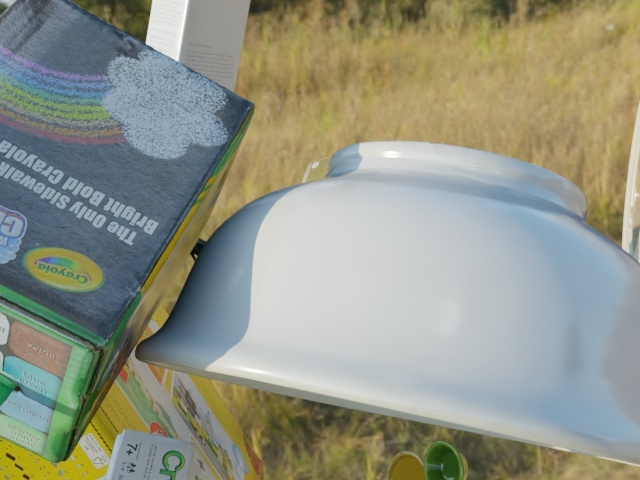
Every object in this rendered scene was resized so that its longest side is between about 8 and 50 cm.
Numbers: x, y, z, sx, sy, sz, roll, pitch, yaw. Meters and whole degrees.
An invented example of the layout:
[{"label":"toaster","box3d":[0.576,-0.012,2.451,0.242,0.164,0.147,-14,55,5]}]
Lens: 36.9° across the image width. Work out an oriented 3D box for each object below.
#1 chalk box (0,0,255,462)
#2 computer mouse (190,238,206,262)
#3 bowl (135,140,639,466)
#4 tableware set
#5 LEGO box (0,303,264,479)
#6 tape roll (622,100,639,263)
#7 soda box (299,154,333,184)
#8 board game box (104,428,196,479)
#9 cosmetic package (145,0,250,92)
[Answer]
[{"label":"chalk box","box3d":[-0.143,0.009,0.455,0.132,0.132,0.213,29,51,-3]},{"label":"computer mouse","box3d":[-0.177,-0.018,0.952,0.106,0.042,0.193,41,10,21]},{"label":"bowl","box3d":[0.062,0.032,0.514,0.297,0.134,0.298,12,-9,2]},{"label":"tableware set","box3d":[0.054,0.200,0.657,0.024,0.104,0.154,6,-29,-35]},{"label":"LEGO box","box3d":[-0.259,0.194,1.051,0.193,0.500,0.372,-28,17,5]},{"label":"tape roll","box3d":[0.428,-0.054,1.145,0.100,0.286,0.286,5,17,12]},{"label":"soda box","box3d":[0.000,0.000,0.974,0.061,0.058,0.181,-15,46,42]},{"label":"board game box","box3d":[-0.140,0.265,0.669,0.053,0.193,0.305,13,-26,-5]},{"label":"cosmetic package","box3d":[-0.170,-0.308,1.341,0.085,0.231,0.117,21,15,39]}]
